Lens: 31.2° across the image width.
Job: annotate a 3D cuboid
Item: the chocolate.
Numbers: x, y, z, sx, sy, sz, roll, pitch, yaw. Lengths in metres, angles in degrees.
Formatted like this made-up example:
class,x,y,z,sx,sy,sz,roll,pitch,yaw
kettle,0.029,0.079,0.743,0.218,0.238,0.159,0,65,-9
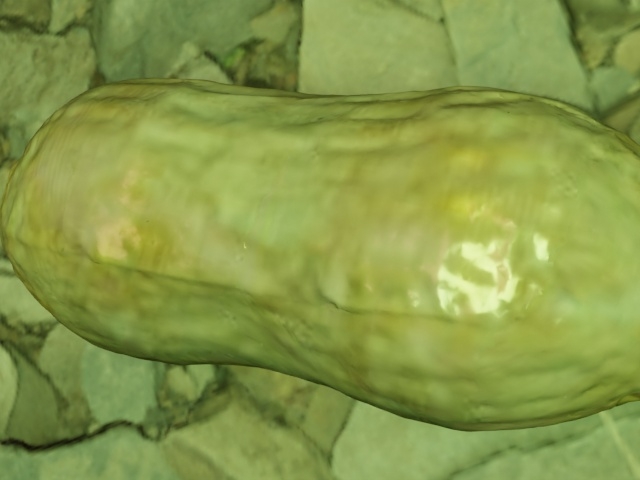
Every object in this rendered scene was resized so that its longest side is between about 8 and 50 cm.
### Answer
class,x,y,z,sx,sy,sz,roll,pitch,yaw
chocolate,0.000,0.000,0.457,0.309,0.134,0.134,8,87,26
